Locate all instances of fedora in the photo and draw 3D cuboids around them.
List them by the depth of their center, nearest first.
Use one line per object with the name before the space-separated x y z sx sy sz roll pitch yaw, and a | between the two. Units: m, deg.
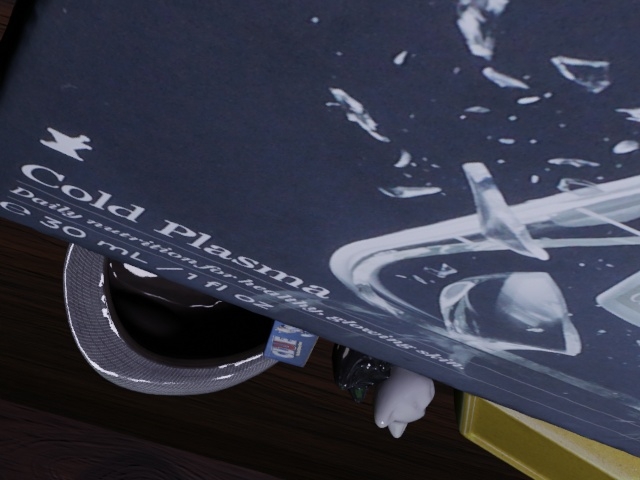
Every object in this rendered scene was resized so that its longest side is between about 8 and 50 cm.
fedora | -0.126 0.023 1.219 0.275 0.243 0.124 -16 -163 -14

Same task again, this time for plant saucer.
plant saucer | 0.297 0.245 1.508 0.333 0.081 0.333 30 162 16

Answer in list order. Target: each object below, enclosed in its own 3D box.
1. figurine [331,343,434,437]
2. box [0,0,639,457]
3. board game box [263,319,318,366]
figurine | 0.075 0.077 1.194 0.092 0.209 0.215 6 158 24
box | 0.138 -0.121 0.540 0.480 0.297 0.472 22 156 -17
board game box | 0.000 0.000 1.034 0.042 0.165 0.243 16 159 -2
